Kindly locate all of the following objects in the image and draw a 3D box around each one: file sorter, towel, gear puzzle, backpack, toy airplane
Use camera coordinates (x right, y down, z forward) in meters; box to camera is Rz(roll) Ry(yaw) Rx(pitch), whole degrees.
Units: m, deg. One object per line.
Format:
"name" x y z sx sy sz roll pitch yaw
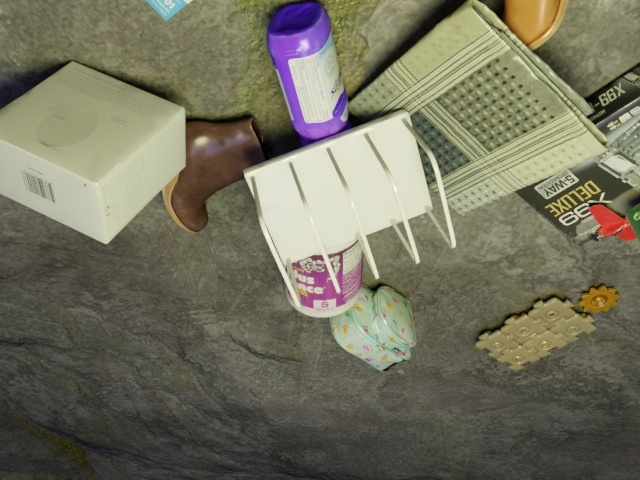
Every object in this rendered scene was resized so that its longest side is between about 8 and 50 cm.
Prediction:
"file sorter" 0.051 -0.044 0.992 0.278 0.173 0.192 -21 124 0
"towel" 0.238 -0.192 1.002 0.312 0.056 0.324 40 147 -16
"gear puzzle" 0.533 0.188 1.480 0.176 0.044 0.339 32 128 -24
"backpack" 0.117 0.184 1.414 0.189 0.165 0.144 26 131 -26
"toy airplane" 0.553 -0.035 1.133 0.151 0.028 0.151 -2 142 -2

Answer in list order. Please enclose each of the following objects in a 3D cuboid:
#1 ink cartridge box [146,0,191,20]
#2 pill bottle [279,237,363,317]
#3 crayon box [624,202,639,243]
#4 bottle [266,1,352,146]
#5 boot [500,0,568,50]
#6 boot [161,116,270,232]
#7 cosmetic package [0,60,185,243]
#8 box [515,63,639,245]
"ink cartridge box" -0.152 -0.400 0.834 0.191 0.139 0.082 -24 129 27
"pill bottle" 0.000 0.000 1.226 0.170 0.169 0.301 1 137 4
"crayon box" 0.708 -0.037 1.069 0.323 0.083 0.203 12 140 -31
"bottle" -0.006 -0.230 1.018 0.092 0.118 0.282 -2 136 16
"boot" 0.255 -0.384 0.848 0.220 0.109 0.283 28 144 -13
"boot" -0.191 -0.113 1.178 0.207 0.090 0.248 -3 133 11
"cosmetic package" -0.372 -0.148 1.018 0.224 0.224 0.138 24 139 11
"box" 0.510 -0.142 1.098 0.243 0.076 0.307 34 129 -29
